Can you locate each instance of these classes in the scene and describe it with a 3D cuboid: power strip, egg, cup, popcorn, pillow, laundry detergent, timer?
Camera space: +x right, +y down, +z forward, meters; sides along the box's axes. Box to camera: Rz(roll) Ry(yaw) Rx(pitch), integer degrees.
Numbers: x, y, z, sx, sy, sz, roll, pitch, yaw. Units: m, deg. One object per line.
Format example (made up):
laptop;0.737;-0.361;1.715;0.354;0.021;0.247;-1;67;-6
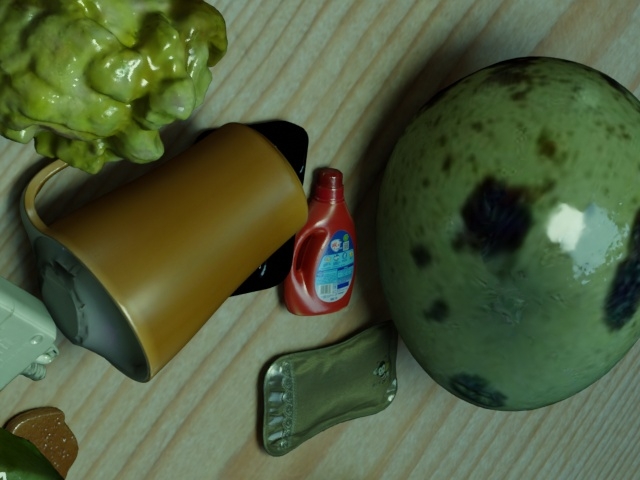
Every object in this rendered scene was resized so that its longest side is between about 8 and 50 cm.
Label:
power strip;-0.363;0.054;1.717;0.098;0.058;0.338;-42;138;9
egg;0.230;0.000;2.105;0.345;0.345;0.428;-13;125;-42
cup;-0.161;-0.012;1.829;0.264;0.182;0.226;-39;94;-22
popcorn;-0.210;-0.171;1.666;0.259;0.259;0.212;-21;159;-38
pillow;0.014;0.172;2.192;0.217;0.033;0.130;-18;119;-39
laundry detergent;0.000;0.000;2.093;0.097;0.049;0.165;-12;114;-39
timer;-0.078;-0.030;1.992;0.144;0.055;0.187;-12;116;-43

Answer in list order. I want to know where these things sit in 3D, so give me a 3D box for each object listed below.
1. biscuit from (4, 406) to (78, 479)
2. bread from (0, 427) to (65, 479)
biscuit;-0.300;0.232;1.910;0.102;0.019;0.130;17;96;-47
bread;-0.384;0.356;1.772;0.366;0.129;0.382;-6;115;-31
